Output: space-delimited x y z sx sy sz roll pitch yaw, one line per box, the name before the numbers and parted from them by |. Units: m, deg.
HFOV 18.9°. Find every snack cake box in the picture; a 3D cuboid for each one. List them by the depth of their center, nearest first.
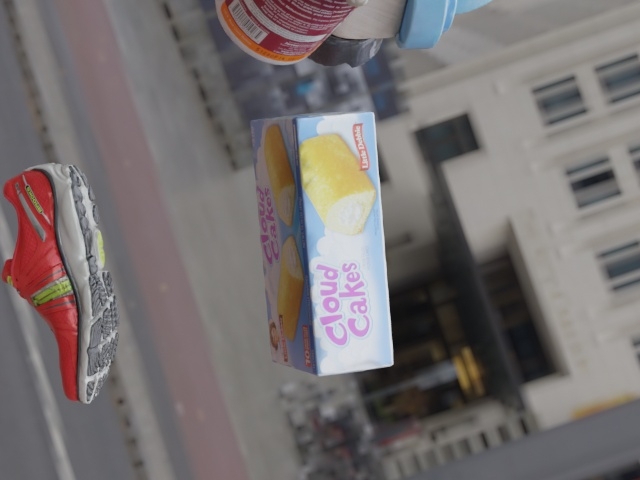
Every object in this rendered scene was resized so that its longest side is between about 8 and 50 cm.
snack cake box | 0.000 0.000 1.996 0.152 0.089 0.264 -175 -101 -69

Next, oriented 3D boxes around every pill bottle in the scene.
pill bottle | -0.003 -0.271 1.851 0.221 0.121 0.121 -40 -117 50

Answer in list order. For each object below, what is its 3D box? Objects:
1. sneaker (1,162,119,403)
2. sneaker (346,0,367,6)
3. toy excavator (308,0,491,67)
sneaker | -0.306 0.051 2.208 0.107 0.118 0.279 -22 104 -78
sneaker | 0.066 -0.266 1.648 0.069 0.185 0.084 8 -58 40
toy excavator | 0.185 -0.416 2.172 0.222 0.445 0.433 105 -18 -60
